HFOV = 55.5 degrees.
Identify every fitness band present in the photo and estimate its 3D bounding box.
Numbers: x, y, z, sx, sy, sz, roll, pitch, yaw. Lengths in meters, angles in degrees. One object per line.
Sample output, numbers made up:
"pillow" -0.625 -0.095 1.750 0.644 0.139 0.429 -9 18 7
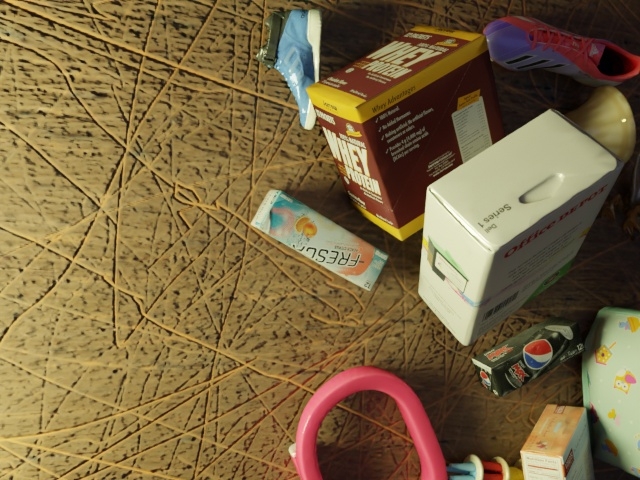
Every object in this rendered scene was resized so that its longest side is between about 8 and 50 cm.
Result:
"fitness band" 0.075 0.327 0.901 0.209 0.054 0.291 -27 105 -17

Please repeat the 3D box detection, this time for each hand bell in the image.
"hand bell" 0.326 -0.144 0.920 0.242 0.126 0.126 -15 101 -3

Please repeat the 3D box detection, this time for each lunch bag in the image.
"lunch bag" 0.541 0.239 0.953 0.160 0.223 0.262 -5 96 -24

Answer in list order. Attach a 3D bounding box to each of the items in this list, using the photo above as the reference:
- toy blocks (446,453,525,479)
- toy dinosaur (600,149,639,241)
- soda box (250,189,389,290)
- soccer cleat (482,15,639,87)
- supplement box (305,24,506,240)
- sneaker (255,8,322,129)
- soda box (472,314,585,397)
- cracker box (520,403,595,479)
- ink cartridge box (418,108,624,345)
"toy blocks" 0.258 0.403 0.966 0.148 0.054 0.123 11 92 -19
"toy dinosaur" 0.520 -0.069 1.007 0.112 0.064 0.211 -31 115 -30
"soda box" 0.000 0.000 0.831 0.183 0.063 0.058 30 86 -19
"soccer cleat" 0.358 -0.282 0.902 0.248 0.095 0.083 10 92 -20
"supplement box" 0.118 -0.144 0.791 0.191 0.129 0.194 -32 124 -13
"sneaker" -0.041 -0.223 0.799 0.084 0.058 0.152 2 114 0
"soda box" 0.330 0.180 0.962 0.169 0.060 0.053 -24 102 -14
"cracker box" 0.384 0.400 0.963 0.155 0.067 0.232 -23 106 -52
"ink cartridge box" 0.244 -0.006 0.800 0.201 0.278 0.117 -32 61 -12
